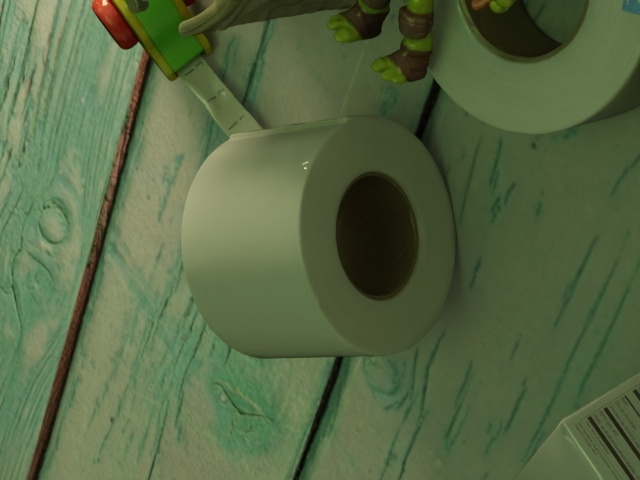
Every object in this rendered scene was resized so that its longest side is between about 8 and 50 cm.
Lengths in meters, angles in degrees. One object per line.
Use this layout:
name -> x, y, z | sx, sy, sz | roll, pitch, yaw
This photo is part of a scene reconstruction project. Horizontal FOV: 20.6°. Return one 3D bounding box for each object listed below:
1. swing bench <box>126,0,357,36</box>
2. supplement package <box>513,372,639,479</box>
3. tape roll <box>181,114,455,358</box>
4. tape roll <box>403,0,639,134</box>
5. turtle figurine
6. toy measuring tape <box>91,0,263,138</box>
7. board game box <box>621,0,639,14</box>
swing bench -> -0.078, -0.306, 1.796 | 0.254, 0.253, 0.165 | 27, 118, 35
supplement package -> 0.302, 0.250, 1.603 | 0.204, 0.145, 0.262 | 56, 163, 16
tape roll -> 0.000, 0.000, 1.813 | 0.169, 0.246, 0.246 | -6, 97, 42
tape roll -> 0.216, -0.246, 1.655 | 0.286, 0.100, 0.286 | 12, 109, 40
turtle figurine -> 0.077, -0.270, 1.644 | 0.269, 0.087, 0.217 | 35, 133, 14
toy measuring tape -> -0.164, -0.227, 1.982 | 0.330, 0.121, 0.121 | 52, 129, 20
board game box -> 0.324, -0.304, 1.502 | 0.039, 0.160, 0.211 | 20, 114, 36
